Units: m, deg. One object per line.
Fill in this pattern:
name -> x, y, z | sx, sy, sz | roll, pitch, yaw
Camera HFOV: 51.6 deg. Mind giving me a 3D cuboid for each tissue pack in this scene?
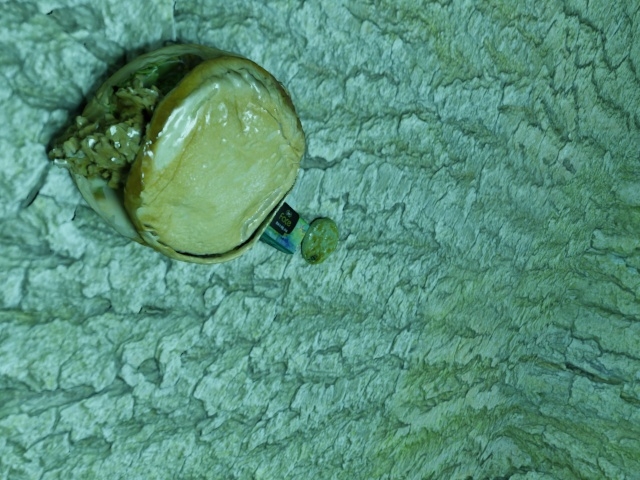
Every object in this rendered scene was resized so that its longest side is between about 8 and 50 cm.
tissue pack -> -0.075, -0.044, 0.905 | 0.079, 0.085, 0.111 | -60, 143, -8

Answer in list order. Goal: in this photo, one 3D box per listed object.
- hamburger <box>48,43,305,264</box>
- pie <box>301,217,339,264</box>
hamburger -> -0.143, -0.092, 0.739 | 0.286, 0.146, 0.243 | -20, 128, -38
pie -> 0.000, 0.000, 1.081 | 0.085, 0.017, 0.085 | -28, 130, -38
